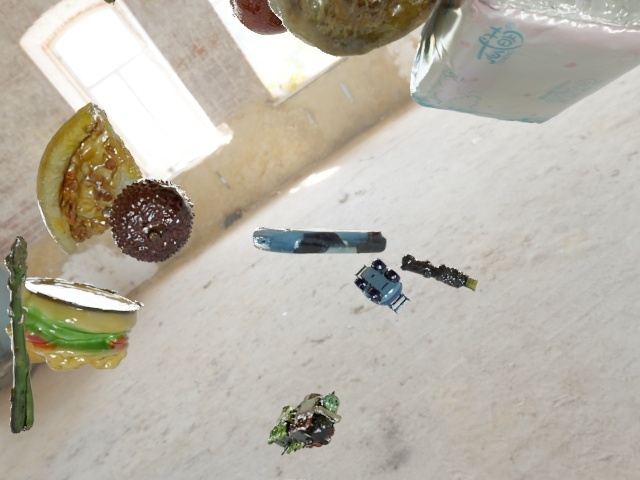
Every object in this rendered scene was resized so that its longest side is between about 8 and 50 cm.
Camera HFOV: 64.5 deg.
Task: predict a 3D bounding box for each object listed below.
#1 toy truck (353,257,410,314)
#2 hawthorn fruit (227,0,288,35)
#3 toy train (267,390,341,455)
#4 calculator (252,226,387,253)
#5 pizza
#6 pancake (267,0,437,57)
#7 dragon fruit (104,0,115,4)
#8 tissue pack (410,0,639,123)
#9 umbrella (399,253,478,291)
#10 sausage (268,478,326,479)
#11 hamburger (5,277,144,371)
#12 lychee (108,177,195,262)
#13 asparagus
[{"bbox_3d":[0.090,0.066,0.858,0.063,0.074,0.136,-44,40,-3],"label":"toy truck"},{"bbox_3d":[-0.081,-0.423,0.832,0.169,0.169,0.188,-39,-3,-9],"label":"hawthorn fruit"},{"bbox_3d":[-0.027,0.278,0.771,0.085,0.053,0.249,-62,4,-29],"label":"toy train"},{"bbox_3d":[0.000,0.000,1.037,0.293,0.051,0.173,1,3,-37],"label":"calculator"},{"bbox_3d":[-0.467,-0.108,1.018,0.365,0.182,0.073,-55,20,31],"label":"pizza"},{"bbox_3d":[0.066,-0.411,0.654,0.356,0.356,0.065,-34,48,4],"label":"pancake"},{"bbox_3d":[-0.335,-0.453,0.709,0.172,0.209,0.172,-23,42,22],"label":"dragon fruit"},{"bbox_3d":[0.223,-0.223,0.551,0.202,0.124,0.271,6,-3,-1],"label":"tissue pack"},{"bbox_3d":[0.220,0.059,0.942,0.144,0.037,0.040,18,70,22],"label":"umbrella"},{"bbox_3d":[-0.102,0.489,0.916,0.349,0.097,0.094,2,18,-18],"label":"sausage"},{"bbox_3d":[-0.471,0.166,0.958,0.237,0.237,0.148,16,88,66],"label":"hamburger"},{"bbox_3d":[-0.243,-0.032,0.743,0.123,0.123,0.129,-33,13,7],"label":"lychee"},{"bbox_3d":[-0.312,0.101,0.525,0.023,0.232,0.022,16,20,15],"label":"asparagus"}]
